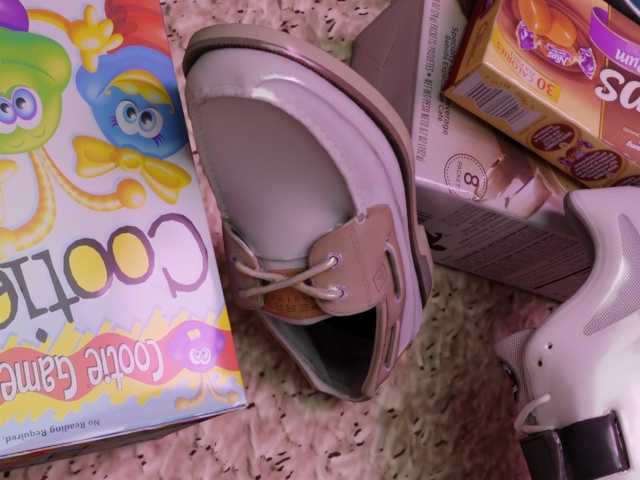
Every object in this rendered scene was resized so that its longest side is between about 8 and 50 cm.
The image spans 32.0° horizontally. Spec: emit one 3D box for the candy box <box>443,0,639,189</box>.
[{"bbox_3d":[0.183,-0.102,0.760,0.186,0.053,0.109,29,61,-14],"label":"candy box"}]

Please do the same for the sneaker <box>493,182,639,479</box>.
[{"bbox_3d":[0.174,0.122,0.707,0.146,0.122,0.331,12,76,12],"label":"sneaker"}]

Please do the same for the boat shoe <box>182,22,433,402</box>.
[{"bbox_3d":[0.000,0.000,0.657,0.302,0.113,0.103,56,44,-52],"label":"boat shoe"}]

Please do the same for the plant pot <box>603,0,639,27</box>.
[{"bbox_3d":[0.280,-0.274,0.870,0.290,0.195,0.290,-1,94,-14],"label":"plant pot"}]

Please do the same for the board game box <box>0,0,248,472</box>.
[{"bbox_3d":[-0.158,-0.017,0.640,0.142,0.144,0.275,-7,78,-30],"label":"board game box"}]

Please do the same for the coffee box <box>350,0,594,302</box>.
[{"bbox_3d":[0.171,-0.058,0.840,0.297,0.119,0.168,16,66,-22],"label":"coffee box"}]
